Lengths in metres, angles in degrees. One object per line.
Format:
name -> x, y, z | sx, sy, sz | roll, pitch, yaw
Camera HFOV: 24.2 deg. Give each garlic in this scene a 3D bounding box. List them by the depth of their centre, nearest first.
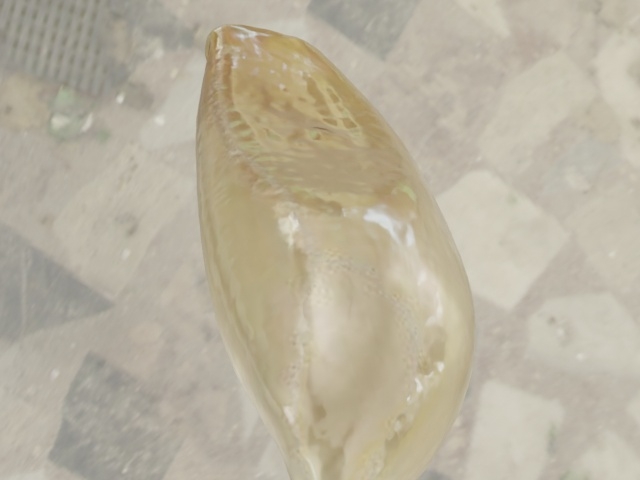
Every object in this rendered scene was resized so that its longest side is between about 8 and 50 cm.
garlic -> 0.007, 0.005, 0.727 | 0.143, 0.112, 0.318 | 30, 24, -35
